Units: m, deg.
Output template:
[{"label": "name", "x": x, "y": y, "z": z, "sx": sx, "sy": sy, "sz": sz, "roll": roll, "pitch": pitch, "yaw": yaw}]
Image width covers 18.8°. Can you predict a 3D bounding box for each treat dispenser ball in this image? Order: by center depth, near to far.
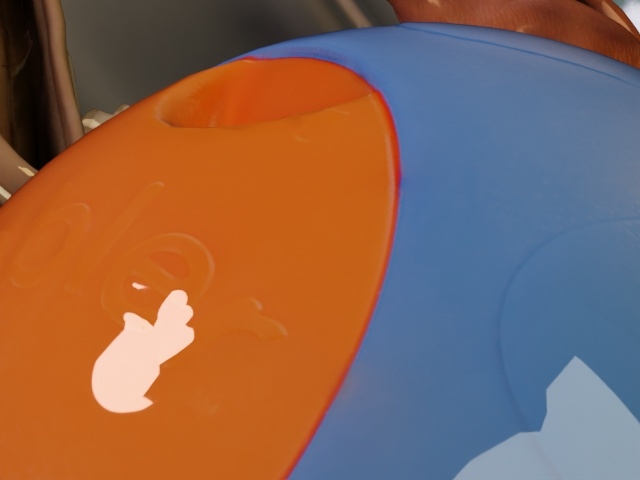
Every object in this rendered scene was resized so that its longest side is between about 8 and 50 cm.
[{"label": "treat dispenser ball", "x": 0.024, "y": 0.089, "z": 0.502, "sx": 0.288, "sy": 0.288, "sz": 0.288, "roll": 13, "pitch": 60, "yaw": -25}]

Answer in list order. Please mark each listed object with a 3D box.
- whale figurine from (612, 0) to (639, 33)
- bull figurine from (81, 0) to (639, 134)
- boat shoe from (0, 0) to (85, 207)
[{"label": "whale figurine", "x": 0.226, "y": -0.074, "z": 0.894, "sx": 0.272, "sy": 0.141, "sz": 0.216, "roll": 7, "pitch": 63, "yaw": -29}, {"label": "bull figurine", "x": 0.000, "y": 0.000, "z": 0.725, "sx": 0.188, "sy": 0.101, "sz": 0.310, "roll": 41, "pitch": 66, "yaw": -2}, {"label": "boat shoe", "x": -0.127, "y": -0.096, "z": 0.648, "sx": 0.104, "sy": 0.089, "sz": 0.285, "roll": 14, "pitch": 46, "yaw": -40}]
